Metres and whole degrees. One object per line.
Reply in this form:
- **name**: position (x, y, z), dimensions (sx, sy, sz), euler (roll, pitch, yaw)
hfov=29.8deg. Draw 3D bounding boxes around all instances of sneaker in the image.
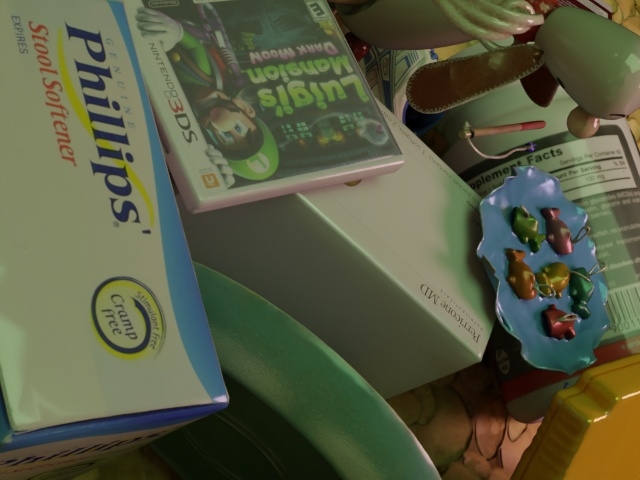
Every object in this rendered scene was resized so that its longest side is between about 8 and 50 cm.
- **sneaker**: position (0.075, -0.166, 1.195), dimensions (0.130, 0.112, 0.297), euler (7, 64, 12)

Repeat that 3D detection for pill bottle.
- **pill bottle**: position (0.237, -0.015, 1.216), dimensions (0.210, 0.210, 0.363), euler (-4, 71, -41)

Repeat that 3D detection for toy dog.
- **toy dog**: position (0.110, -0.167, 1.036), dimensions (0.220, 0.161, 0.334), euler (4, 29, -32)

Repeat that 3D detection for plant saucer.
- **plant saucer**: position (-0.052, 0.134, 0.841), dimensions (0.317, 0.317, 0.044), euler (46, 61, -12)

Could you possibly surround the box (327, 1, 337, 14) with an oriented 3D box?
- **box**: position (-0.133, -0.196, 1.062), dimensions (0.148, 0.121, 0.311), euler (55, 46, -4)

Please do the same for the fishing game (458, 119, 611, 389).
- **fishing game**: position (0.197, 0.020, 1.011), dimensions (0.189, 0.041, 0.264), euler (-11, 83, -49)

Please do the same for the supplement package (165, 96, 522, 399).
- **supplement package**: position (0.000, 0.000, 1.017), dimensions (0.262, 0.204, 0.145), euler (41, 49, -17)

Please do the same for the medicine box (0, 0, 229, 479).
- **medicine box**: position (-0.220, 0.024, 0.764), dimensions (0.149, 0.289, 0.264), euler (-5, 72, -40)

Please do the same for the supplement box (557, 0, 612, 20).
- **supplement box**: position (0.284, -0.204, 1.442), dimensions (0.130, 0.073, 0.240), euler (26, 54, -27)

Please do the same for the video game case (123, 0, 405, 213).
- **video game case**: position (-0.046, -0.113, 0.883), dimensions (0.190, 0.022, 0.173), euler (-13, 71, -37)

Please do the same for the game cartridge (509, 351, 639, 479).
- **game cartridge**: position (0.246, 0.227, 1.052), dimensions (0.285, 0.324, 0.052), euler (-8, 37, -42)
